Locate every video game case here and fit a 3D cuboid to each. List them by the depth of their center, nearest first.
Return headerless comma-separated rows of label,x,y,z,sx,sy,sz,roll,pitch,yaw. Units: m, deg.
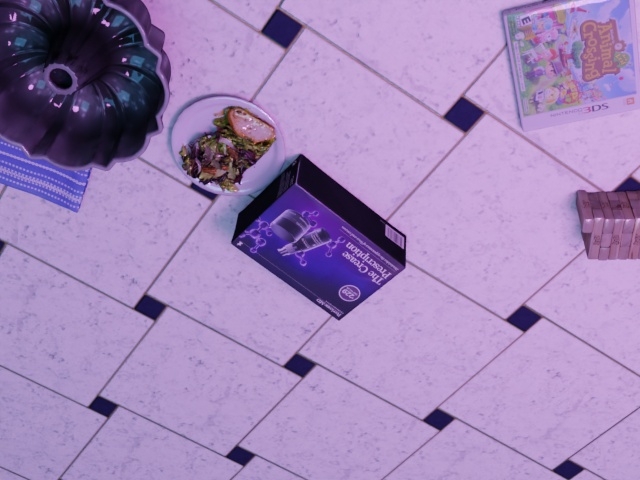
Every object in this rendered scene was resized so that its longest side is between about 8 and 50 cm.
video game case,0.400,-0.283,1.380,0.193,0.023,0.212,-11,125,12

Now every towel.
towel,-0.494,-0.213,1.504,0.243,0.040,0.336,20,126,-9

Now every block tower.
block tower,0.614,-0.028,1.509,0.336,0.091,0.097,1,126,5

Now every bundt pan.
bundt pan,-0.378,-0.273,1.343,0.331,0.124,0.330,4,128,5

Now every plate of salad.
plate of salad,-0.161,-0.154,1.511,0.200,0.048,0.199,2,127,3

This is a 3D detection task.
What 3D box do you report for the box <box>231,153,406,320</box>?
box,0.000,0.000,1.580,0.261,0.103,0.184,36,124,-20
